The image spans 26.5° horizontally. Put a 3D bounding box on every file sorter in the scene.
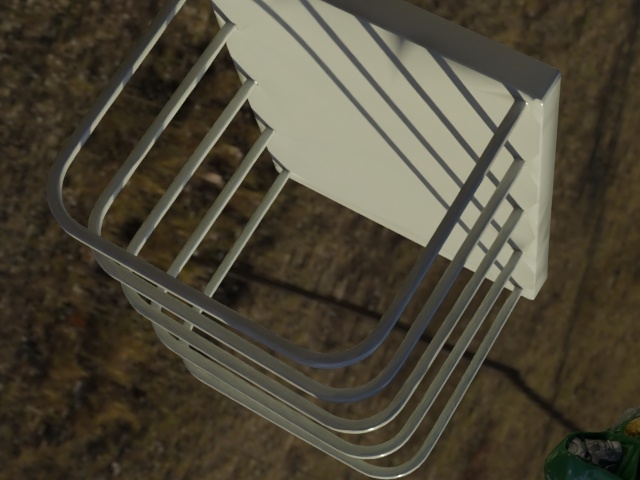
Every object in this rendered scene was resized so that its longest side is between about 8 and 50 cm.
[{"bbox_3d":[0.000,0.000,0.735,0.173,0.193,0.277,-58,162,-14],"label":"file sorter"}]

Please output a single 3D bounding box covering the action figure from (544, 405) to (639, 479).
[{"bbox_3d":[0.210,0.095,0.591,0.137,0.232,0.063,-108,-163,-58],"label":"action figure"}]
